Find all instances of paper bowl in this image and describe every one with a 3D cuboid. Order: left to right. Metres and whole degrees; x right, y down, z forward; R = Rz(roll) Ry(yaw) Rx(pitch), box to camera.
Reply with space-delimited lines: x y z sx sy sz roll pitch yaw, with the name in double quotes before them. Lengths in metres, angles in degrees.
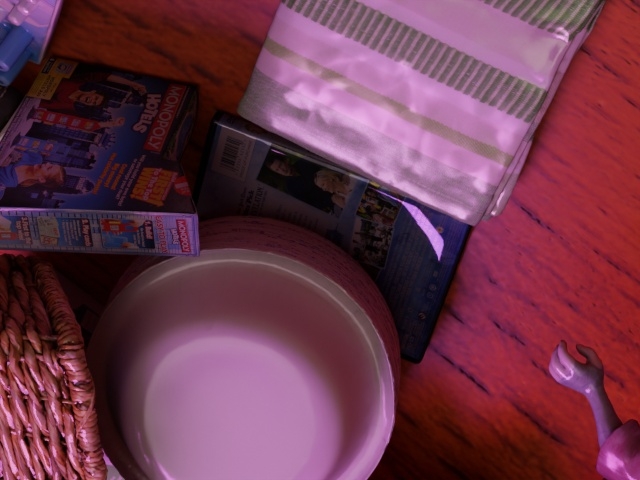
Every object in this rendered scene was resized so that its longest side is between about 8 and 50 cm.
"paper bowl" -0.072 0.132 1.577 0.284 0.148 0.284 2 112 5

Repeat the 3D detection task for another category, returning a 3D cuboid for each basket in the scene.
"basket" -0.255 0.164 1.575 0.223 0.213 0.299 0 115 17

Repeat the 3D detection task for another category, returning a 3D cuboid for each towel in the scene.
"towel" 0.095 -0.184 1.447 0.248 0.038 0.325 26 124 2

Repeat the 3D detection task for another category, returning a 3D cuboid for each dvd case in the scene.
"dvd case" 0.000 0.000 1.613 0.253 0.022 0.180 21 126 5

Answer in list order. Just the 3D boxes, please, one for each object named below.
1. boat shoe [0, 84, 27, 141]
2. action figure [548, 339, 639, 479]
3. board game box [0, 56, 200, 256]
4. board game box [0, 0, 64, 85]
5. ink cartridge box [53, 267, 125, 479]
"boat shoe" -0.356 -0.085 1.642 0.068 0.081 0.227 44 127 -16
"action figure" 0.317 0.238 1.497 0.248 0.276 0.370 1 151 -1
"board game box" -0.182 -0.060 1.539 0.194 0.194 0.060 13 141 10
"board game box" -0.376 -0.290 1.393 0.390 0.050 0.390 36 165 -6
"ink cartridge box" -0.246 0.144 1.746 0.212 0.093 0.154 38 125 -5
